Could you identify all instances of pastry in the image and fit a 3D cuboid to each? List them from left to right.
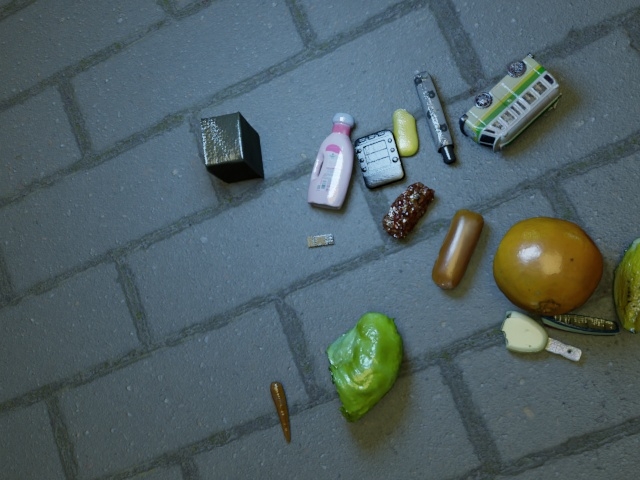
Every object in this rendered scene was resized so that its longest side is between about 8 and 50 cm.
[{"bbox_3d":[0.295,-0.106,1.848,0.097,0.115,0.208,37,94,26],"label":"pastry"}]

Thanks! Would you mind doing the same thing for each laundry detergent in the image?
[{"bbox_3d":[0.048,-0.281,1.925,0.159,0.088,0.335,9,83,33],"label":"laundry detergent"}]

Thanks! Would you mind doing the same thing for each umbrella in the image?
[{"bbox_3d":[0.398,-0.422,1.880,0.067,0.073,0.337,-22,80,28],"label":"umbrella"}]

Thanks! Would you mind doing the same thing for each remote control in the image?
[{"bbox_3d":[0.000,0.000,1.942,0.096,0.014,0.039,-7,82,10],"label":"remote control"}]

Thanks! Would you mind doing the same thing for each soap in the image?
[{"bbox_3d":[0.298,-0.378,1.915,0.089,0.033,0.168,-1,84,10],"label":"soap"}]

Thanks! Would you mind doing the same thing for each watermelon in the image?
[{"bbox_3d":[0.972,0.130,1.663,0.123,0.129,0.301,9,91,15],"label":"watermelon"}]

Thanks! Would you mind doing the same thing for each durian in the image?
[{"bbox_3d":[0.142,0.398,1.771,0.339,0.204,0.256,-43,65,7],"label":"durian"}]

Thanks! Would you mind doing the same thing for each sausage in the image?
[{"bbox_3d":[0.452,0.030,1.800,0.105,0.105,0.274,22,88,13],"label":"sausage"}]

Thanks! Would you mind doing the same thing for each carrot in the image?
[{"bbox_3d":[-0.132,0.593,1.887,0.048,0.048,0.216,-15,86,10],"label":"carrot"}]

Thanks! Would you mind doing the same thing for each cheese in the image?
[{"bbox_3d":[0.698,0.322,1.738,0.255,0.050,0.127,22,88,14],"label":"cheese"}]

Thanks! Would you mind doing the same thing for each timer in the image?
[{"bbox_3d":[0.209,-0.284,1.912,0.144,0.055,0.187,-16,84,19],"label":"timer"}]

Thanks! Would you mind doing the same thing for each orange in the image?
[{"bbox_3d":[0.679,0.077,1.645,0.312,0.312,0.312,-1,83,12],"label":"orange"}]

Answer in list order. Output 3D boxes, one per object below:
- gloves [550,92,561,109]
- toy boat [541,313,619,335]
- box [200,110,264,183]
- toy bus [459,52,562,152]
[{"bbox_3d":[0.782,-0.472,1.821,0.081,0.037,0.044,-52,37,16],"label":"gloves"},{"bbox_3d":[0.812,0.265,1.717,0.228,0.080,0.046,6,119,12],"label":"toy boat"},{"bbox_3d":[-0.304,-0.315,1.912,0.143,0.273,0.184,-8,83,7],"label":"box"},{"bbox_3d":[0.621,-0.433,1.788,0.305,0.143,0.179,-43,70,6],"label":"toy bus"}]
